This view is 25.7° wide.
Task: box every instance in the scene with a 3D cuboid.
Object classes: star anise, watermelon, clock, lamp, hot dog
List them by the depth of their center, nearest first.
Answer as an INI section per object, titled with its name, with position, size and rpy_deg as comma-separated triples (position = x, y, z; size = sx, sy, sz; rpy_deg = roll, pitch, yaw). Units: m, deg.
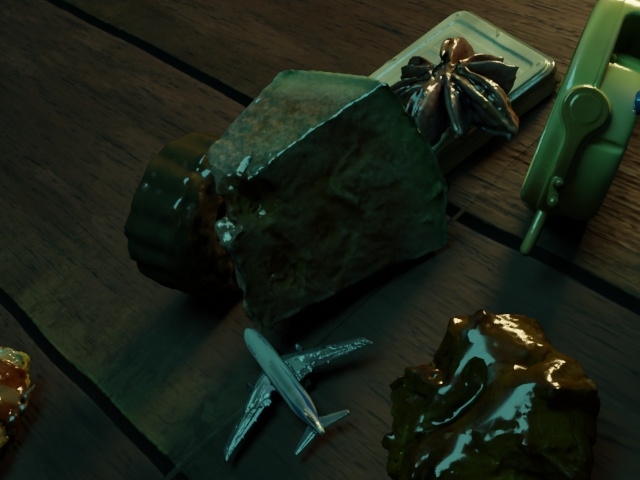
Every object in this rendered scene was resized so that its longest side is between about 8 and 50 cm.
[clock]
position = 0.312, -0.124, 1.669
size = 0.096, 0.235, 0.308
rpy_deg = 22, 60, 5
[watermelon]
position = -0.009, -0.068, 1.779
size = 0.302, 0.264, 0.151
rpy_deg = -27, 28, -4
[star anise]
position = 0.173, -0.190, 1.875
size = 0.236, 0.093, 0.229
rpy_deg = 18, 54, 43
[hot dog]
position = -0.473, 0.237, 1.934
size = 0.146, 0.103, 0.213
rpy_deg = 5, 56, 12
[lamp]
position = 0.171, -0.206, 2.003
size = 0.269, 0.047, 0.266
rpy_deg = -38, 36, -5

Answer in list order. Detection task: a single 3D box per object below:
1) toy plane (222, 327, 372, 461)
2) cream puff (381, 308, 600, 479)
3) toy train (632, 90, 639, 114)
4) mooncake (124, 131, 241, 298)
[toy plane]
position = -0.043, 0.173, 1.714
size = 0.226, 0.058, 0.226
rpy_deg = -39, 33, -2
[cream puff]
position = 0.175, 0.190, 1.460
size = 0.241, 0.155, 0.269
rpy_deg = -29, 42, 14
[toy train]
position = 0.448, -0.144, 1.540
size = 0.188, 0.265, 0.300
rpy_deg = 3, 47, 18
[mooncake]
position = -0.147, -0.032, 1.898
size = 0.124, 0.228, 0.228
rpy_deg = 23, 63, 40
